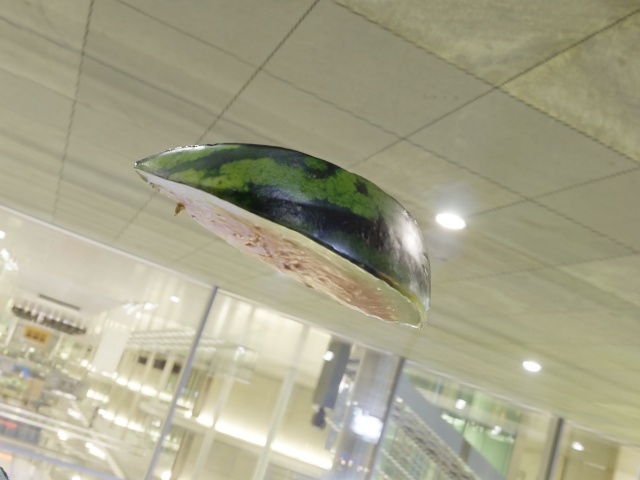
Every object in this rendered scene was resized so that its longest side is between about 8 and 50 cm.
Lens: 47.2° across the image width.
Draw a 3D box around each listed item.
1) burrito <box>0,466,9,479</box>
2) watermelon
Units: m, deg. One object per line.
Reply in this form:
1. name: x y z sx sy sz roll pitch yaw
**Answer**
1. burrito: -0.276 0.166 0.491 0.074 0.044 0.118 56 -154 11
2. watermelon: -0.002 0.006 0.486 0.119 0.063 0.245 -17 144 42
